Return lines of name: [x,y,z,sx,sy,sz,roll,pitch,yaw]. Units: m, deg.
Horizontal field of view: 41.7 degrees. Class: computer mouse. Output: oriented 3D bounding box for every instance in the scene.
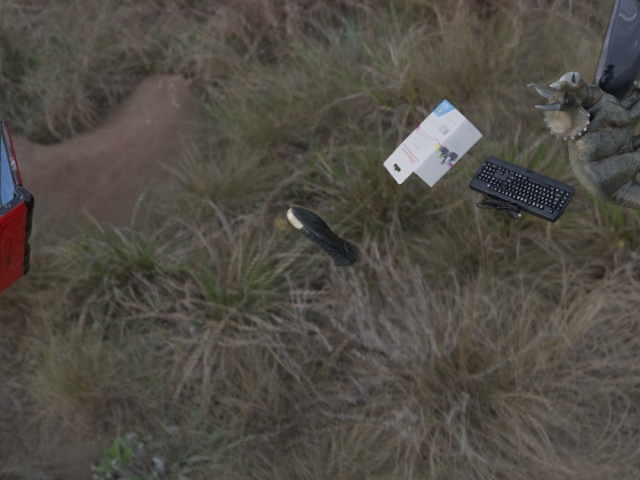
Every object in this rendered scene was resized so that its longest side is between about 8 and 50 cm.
computer mouse: [0.491,-0.326,1.339,0.072,0.188,0.272,16,69,13]

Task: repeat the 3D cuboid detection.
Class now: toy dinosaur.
toy dinosaur: [0.436,-0.142,1.269,0.160,0.313,0.121,-25,24,13]

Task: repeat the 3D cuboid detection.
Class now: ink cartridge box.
ink cartridge box: [0.222,-0.182,1.681,0.181,0.061,0.104,-45,33,11]

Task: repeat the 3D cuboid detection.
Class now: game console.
game console: [-0.308,-0.016,0.762,0.085,0.144,0.124,41,55,6]

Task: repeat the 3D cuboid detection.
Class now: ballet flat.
ballet flat: [0.000,0.000,1.395,0.049,0.173,0.057,-30,44,25]

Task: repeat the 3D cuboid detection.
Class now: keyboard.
keyboard: [0.348,-0.088,1.498,0.192,0.038,0.100,27,87,40]
